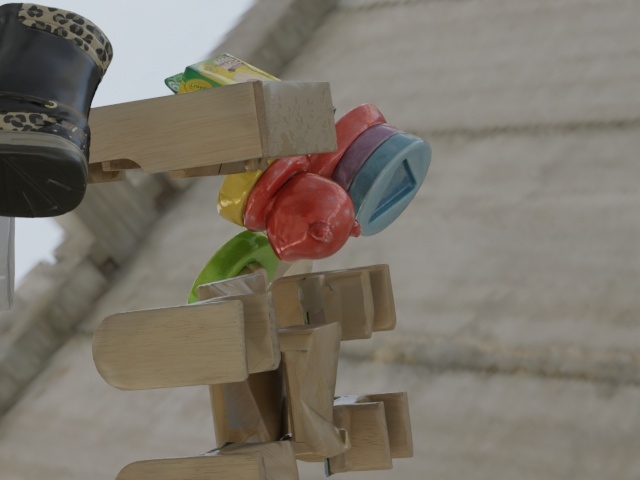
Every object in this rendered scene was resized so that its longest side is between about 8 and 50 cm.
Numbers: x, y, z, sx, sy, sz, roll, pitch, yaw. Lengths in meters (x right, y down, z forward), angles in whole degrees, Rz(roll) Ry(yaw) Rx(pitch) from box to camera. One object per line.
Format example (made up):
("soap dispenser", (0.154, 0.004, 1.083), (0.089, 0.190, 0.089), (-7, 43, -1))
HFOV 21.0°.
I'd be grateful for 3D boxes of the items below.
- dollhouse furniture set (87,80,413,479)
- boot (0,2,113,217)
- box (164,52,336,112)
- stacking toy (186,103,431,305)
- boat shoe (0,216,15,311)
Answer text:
("dollhouse furniture set", (-0.113, 0.062, 1.628), (0.256, 0.394, 0.362), (-6, -178, 24))
("boot", (-0.273, -0.104, 1.263), (0.236, 0.085, 0.178), (8, -139, 0))
("box", (-0.082, -0.164, 1.980), (0.105, 0.179, 0.043), (-33, 145, -61))
("stacking toy", (0.000, 0.000, 1.941), (0.309, 0.130, 0.279), (-24, 146, -52))
("boat shoe", (-0.443, -0.021, 2.040), (0.156, 0.135, 0.367), (-2, -153, -13))
